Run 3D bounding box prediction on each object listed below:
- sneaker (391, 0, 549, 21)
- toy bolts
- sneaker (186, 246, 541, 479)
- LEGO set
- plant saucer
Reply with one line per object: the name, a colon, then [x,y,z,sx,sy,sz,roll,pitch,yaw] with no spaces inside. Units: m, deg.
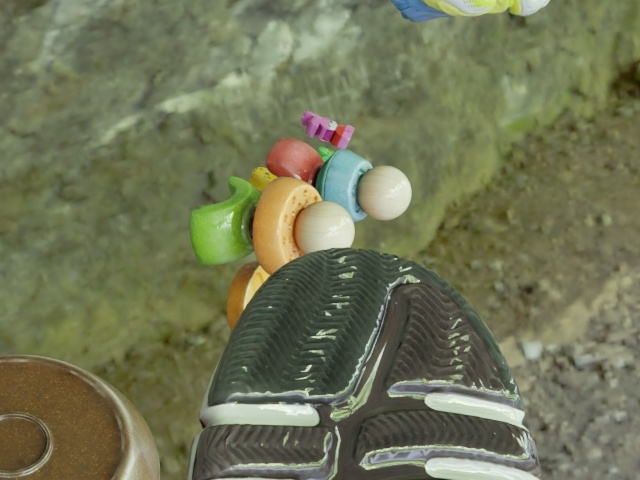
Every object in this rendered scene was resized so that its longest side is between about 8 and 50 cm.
sneaker: [0.159,-0.286,1.260,0.126,0.091,0.240,1,11,36]
toy bolts: [0.000,0.000,1.237,0.158,0.218,0.228,7,36,28]
sneaker: [-0.007,0.151,0.345,0.106,0.281,0.162,11,-36,-17]
LEGO set: [-0.032,-0.090,1.465,0.093,0.087,0.227,26,27,-3]
plant saucer: [-0.175,0.123,0.655,0.168,0.029,0.168,8,41,-7]
